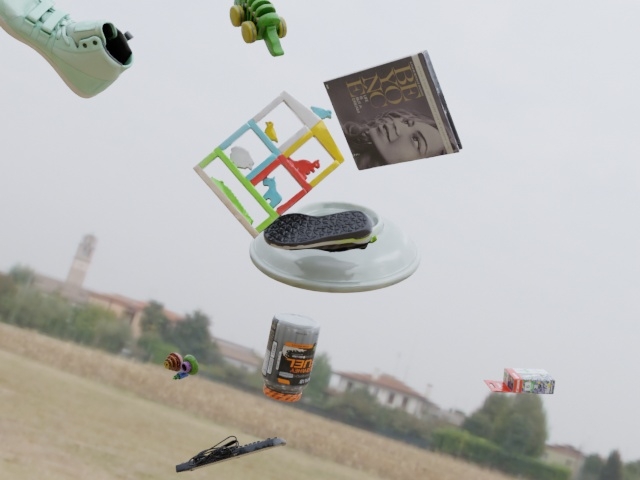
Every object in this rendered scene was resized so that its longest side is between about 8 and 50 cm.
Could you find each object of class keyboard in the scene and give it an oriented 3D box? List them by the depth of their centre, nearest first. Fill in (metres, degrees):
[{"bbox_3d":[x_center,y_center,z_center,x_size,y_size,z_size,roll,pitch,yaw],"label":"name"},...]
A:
[{"bbox_3d":[-0.163,0.369,1.559,0.192,0.038,0.100,-18,-16,6],"label":"keyboard"}]

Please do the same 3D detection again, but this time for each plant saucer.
[{"bbox_3d":[0.036,-0.010,2.036,0.401,0.100,0.400,2,24,-1],"label":"plant saucer"}]

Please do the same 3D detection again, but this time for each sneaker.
[{"bbox_3d":[-0.412,-0.356,1.417,0.151,0.094,0.256,-20,-53,39],"label":"sneaker"},{"bbox_3d":[0.000,0.000,1.826,0.235,0.084,0.097,-2,-36,4],"label":"sneaker"}]

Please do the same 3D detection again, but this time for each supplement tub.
[{"bbox_3d":[-0.073,0.274,2.071,0.117,0.190,0.117,11,10,-2],"label":"supplement tub"}]

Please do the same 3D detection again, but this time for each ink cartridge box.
[{"bbox_3d":[0.361,0.255,1.602,0.115,0.029,0.063,3,10,-6],"label":"ink cartridge box"}]

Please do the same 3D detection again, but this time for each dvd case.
[{"bbox_3d":[0.111,-0.202,1.410,0.221,0.018,0.164,-6,-68,47],"label":"dvd case"}]

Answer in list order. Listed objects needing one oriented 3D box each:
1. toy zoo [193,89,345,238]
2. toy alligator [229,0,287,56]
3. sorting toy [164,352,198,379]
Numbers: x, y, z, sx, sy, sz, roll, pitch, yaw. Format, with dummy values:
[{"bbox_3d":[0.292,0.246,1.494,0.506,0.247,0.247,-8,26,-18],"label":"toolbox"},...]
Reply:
[{"bbox_3d":[-0.087,-0.169,1.793,0.192,0.293,0.030,50,-6,-1],"label":"toy zoo"},{"bbox_3d":[-0.093,-0.316,1.175,0.056,0.189,0.051,-14,-39,-24],"label":"toy alligator"},{"bbox_3d":[-0.344,0.308,2.136,0.102,0.061,0.042,5,15,41],"label":"sorting toy"}]
